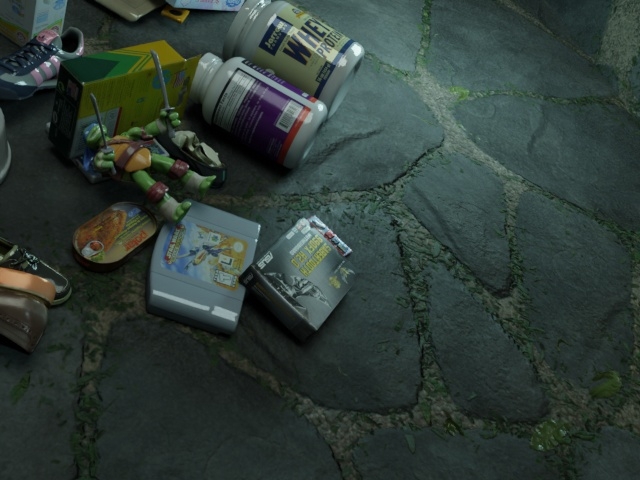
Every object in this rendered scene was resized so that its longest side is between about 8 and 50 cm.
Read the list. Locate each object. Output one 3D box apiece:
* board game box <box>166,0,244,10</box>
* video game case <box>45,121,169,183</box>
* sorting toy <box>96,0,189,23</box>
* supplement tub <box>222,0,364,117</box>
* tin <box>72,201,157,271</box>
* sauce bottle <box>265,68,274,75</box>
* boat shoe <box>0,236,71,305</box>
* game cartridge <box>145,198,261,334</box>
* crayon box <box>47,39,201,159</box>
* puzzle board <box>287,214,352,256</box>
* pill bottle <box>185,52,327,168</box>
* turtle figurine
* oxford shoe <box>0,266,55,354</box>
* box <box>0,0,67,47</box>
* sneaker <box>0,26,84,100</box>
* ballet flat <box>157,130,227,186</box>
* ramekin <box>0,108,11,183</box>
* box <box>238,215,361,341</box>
[{"bbox_3d":[-0.424,-0.786,2.070,0.318,0.066,0.318,41,29,14],"label":"board game box"},{"bbox_3d":[-0.469,-0.217,1.575,0.183,0.023,0.201,46,44,18],"label":"video game case"},{"bbox_3d":[-0.536,-0.680,1.976,0.347,0.047,0.196,31,46,3],"label":"sorting toy"},{"bbox_3d":[-0.072,-0.488,1.893,0.325,0.235,0.235,30,42,2],"label":"supplement tub"},{"bbox_3d":[-0.402,-0.008,1.396,0.106,0.040,0.190,33,42,11],"label":"tin"},{"bbox_3d":[-0.151,-0.383,1.829,0.042,0.128,0.042,14,46,-15],"label":"sauce bottle"},{"bbox_3d":[-0.543,0.042,1.243,0.223,0.073,0.080,25,42,-4],"label":"boat shoe"},{"bbox_3d":[-0.237,0.042,1.426,0.198,0.062,0.297,22,42,-14],"label":"game cartridge"},{"bbox_3d":[-0.417,-0.311,1.529,0.081,0.202,0.318,44,42,16],"label":"crayon box"},{"bbox_3d":[0.000,0.000,1.623,0.128,0.011,0.096,43,44,16],"label":"puzzle board"},{"bbox_3d":[-0.157,-0.322,1.727,0.323,0.181,0.181,30,42,1],"label":"pill bottle"},{"bbox_3d":[-0.336,-0.177,1.387,0.266,0.275,0.198,38,20,-5],"label":"turtle figurine"},{"bbox_3d":[-0.617,0.102,1.111,0.363,0.130,0.133,8,63,-10],"label":"oxford shoe"},{"bbox_3d":[-0.674,-0.566,1.670,0.103,0.203,0.114,34,40,5],"label":"box"},{"bbox_3d":[-0.626,-0.394,1.535,0.112,0.131,0.319,28,27,1],"label":"sneaker"},{"bbox_3d":[-0.289,-0.207,1.627,0.203,0.074,0.074,40,43,13],"label":"ballet flat"},{"bbox_3d":[-0.727,-0.203,1.344,0.273,0.127,0.273,15,44,-15],"label":"ramekin"},{"bbox_3d":[-0.037,0.073,1.460,0.183,0.056,0.231,44,38,0],"label":"box"}]
